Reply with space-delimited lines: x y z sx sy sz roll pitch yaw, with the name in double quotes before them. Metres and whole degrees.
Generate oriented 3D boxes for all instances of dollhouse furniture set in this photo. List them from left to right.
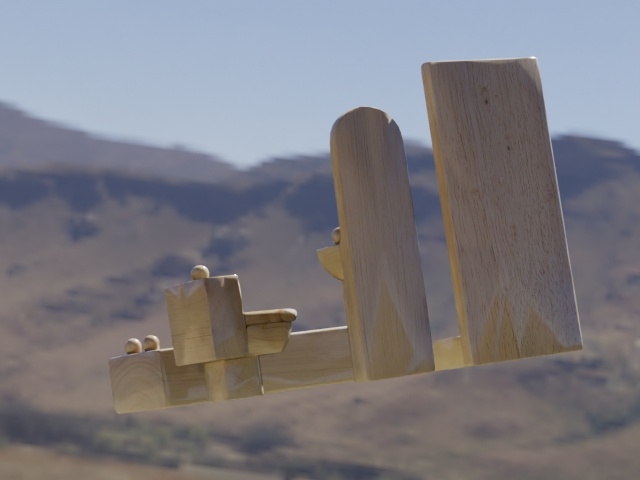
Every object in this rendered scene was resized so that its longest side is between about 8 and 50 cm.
"dollhouse furniture set" 0.000 0.000 0.813 0.144 0.123 0.151 -5 -5 -33
